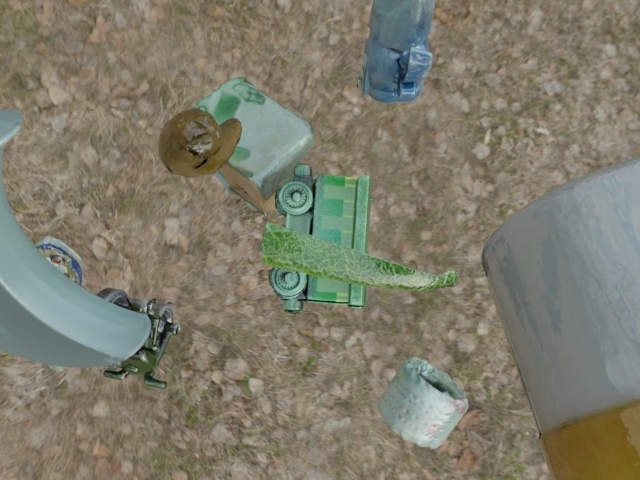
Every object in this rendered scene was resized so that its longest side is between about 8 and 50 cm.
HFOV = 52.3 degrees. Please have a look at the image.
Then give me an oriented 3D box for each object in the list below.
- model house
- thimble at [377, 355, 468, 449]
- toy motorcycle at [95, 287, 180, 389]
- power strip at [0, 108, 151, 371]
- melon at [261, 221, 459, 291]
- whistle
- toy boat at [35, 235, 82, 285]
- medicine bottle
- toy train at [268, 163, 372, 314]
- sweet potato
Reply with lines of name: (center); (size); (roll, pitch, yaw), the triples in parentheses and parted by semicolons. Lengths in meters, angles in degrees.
model house: (-0.148, -0.182, 1.551); (0.267, 0.325, 0.194); (38, 73, 21)
thimble: (0.242, 0.381, 1.558); (0.185, 0.211, 0.149); (28, 102, -11)
toy motorcycle: (-0.318, 0.121, 0.893); (0.205, 0.275, 0.127); (8, 77, 10)
power strip: (-0.241, 0.020, 0.511); (0.168, 0.253, 0.054); (-3, 40, 17)
melon: (0.053, 0.035, 0.841); (0.262, 0.114, 0.053); (13, 86, -2)
whistle: (0.104, -0.261, 0.830); (0.093, 0.269, 0.180); (1, 67, -3)
toy boat: (-0.624, 0.087, 1.529); (0.114, 0.262, 0.115); (7, 66, -7)
medicine bottle: (0.278, 0.078, 0.535); (0.238, 0.238, 0.231); (-4, 64, -18)
toy train: (0.000, 0.000, 1.306); (0.203, 0.120, 0.300); (4, 86, -2)
sweet potato: (-0.197, -0.152, 1.045); (0.124, 0.310, 0.098); (-27, 95, 6)
